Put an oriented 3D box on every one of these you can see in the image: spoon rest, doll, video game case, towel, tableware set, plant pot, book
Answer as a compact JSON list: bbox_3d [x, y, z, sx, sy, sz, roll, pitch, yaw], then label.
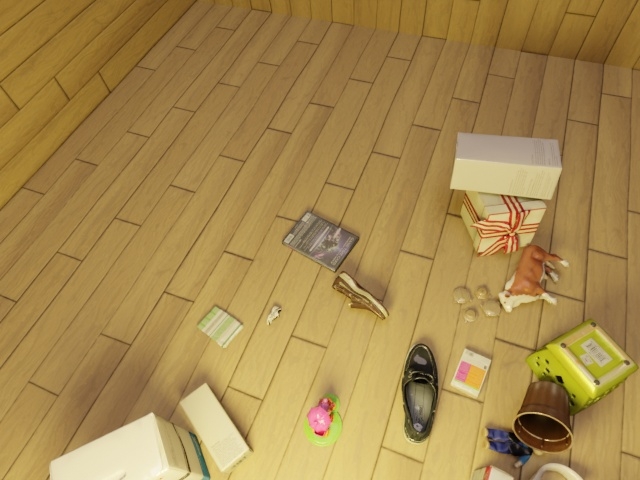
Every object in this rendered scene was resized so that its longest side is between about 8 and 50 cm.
[{"bbox_3d":[0.643,0.737,1.308,0.277,0.137,0.084,-9,42,-19],"label":"spoon rest"},{"bbox_3d":[0.616,0.654,1.397,0.189,0.046,0.129,9,49,3],"label":"doll"},{"bbox_3d":[0.000,0.000,1.879,0.274,0.026,0.196,28,64,19],"label":"video game case"},{"bbox_3d":[-0.388,0.334,1.700,0.152,0.023,0.113,30,62,24],"label":"towel"},{"bbox_3d":[0.597,0.239,1.682,0.169,0.020,0.141,-11,55,-1],"label":"tableware set"},{"bbox_3d":[0.864,0.404,1.444,0.227,0.207,0.228,-26,58,-11],"label":"plant pot"},{"bbox_3d":[0.709,0.545,1.381,0.167,0.166,0.165,26,39,19],"label":"plant pot"},{"bbox_3d":[0.526,0.463,1.536,0.096,0.035,0.144,23,62,21],"label":"book"}]

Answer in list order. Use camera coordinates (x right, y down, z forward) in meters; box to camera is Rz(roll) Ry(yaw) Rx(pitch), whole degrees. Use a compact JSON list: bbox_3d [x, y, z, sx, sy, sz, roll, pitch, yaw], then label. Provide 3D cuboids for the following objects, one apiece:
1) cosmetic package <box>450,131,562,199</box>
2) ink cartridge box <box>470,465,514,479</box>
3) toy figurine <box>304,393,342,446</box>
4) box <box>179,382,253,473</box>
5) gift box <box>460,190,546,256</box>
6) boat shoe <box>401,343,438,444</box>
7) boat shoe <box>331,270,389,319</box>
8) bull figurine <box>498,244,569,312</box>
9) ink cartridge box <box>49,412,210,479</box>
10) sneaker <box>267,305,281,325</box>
[{"bbox_3d":[0.694,-0.290,1.668,0.366,0.155,0.196,9,48,16],"label":"cosmetic package"},{"bbox_3d":[0.486,0.740,1.276,0.072,0.175,0.127,22,62,15],"label":"ink cartridge box"},{"bbox_3d":[0.011,0.568,1.433,0.130,0.159,0.173,15,59,14],"label":"toy figurine"},{"bbox_3d":[-0.348,0.624,1.464,0.113,0.094,0.275,-34,61,-17],"label":"box"},{"bbox_3d":[0.704,-0.095,1.761,0.277,0.255,0.258,-11,48,1],"label":"gift box"},{"bbox_3d":[0.336,0.499,1.479,0.127,0.113,0.340,11,59,12],"label":"boat shoe"},{"bbox_3d":[0.147,0.231,1.690,0.095,0.095,0.257,-46,58,-7],"label":"boat shoe"},{"bbox_3d":[0.810,0.154,1.673,0.189,0.101,0.310,27,68,13],"label":"bull figurine"},{"bbox_3d":[-0.525,0.671,1.268,0.286,0.394,0.166,-24,59,-11],"label":"ink cartridge box"},{"bbox_3d":[-0.179,0.293,1.700,0.037,0.032,0.083,17,61,15],"label":"sneaker"}]
